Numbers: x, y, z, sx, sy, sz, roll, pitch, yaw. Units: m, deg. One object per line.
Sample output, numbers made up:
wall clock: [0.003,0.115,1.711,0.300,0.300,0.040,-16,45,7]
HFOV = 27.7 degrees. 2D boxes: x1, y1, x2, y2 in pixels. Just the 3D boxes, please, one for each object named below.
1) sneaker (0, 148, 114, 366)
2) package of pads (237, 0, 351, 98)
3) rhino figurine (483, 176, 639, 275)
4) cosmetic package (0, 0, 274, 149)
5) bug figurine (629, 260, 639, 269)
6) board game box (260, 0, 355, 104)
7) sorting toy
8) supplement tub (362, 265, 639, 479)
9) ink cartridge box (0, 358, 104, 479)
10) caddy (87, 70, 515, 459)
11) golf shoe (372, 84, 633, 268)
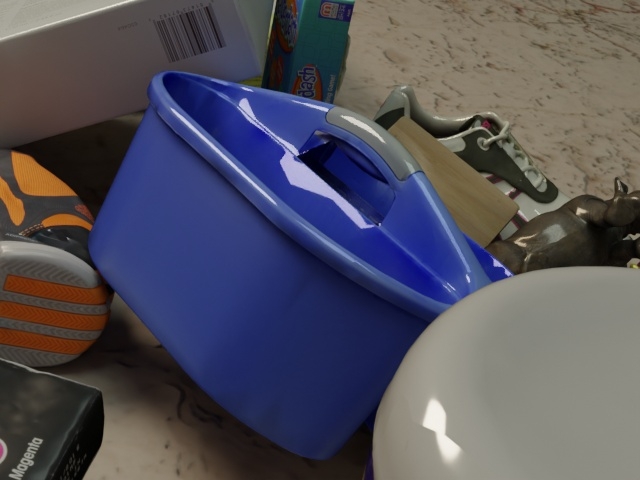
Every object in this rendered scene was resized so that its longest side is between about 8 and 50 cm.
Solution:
sneaker: [-0.310,-0.005,0.939,0.321,0.125,0.180,16,22,-16]
package of pads: [-0.139,-0.234,1.428,0.296,0.101,0.229,-2,31,-25]
rhino figurine: [0.223,-0.002,1.071,0.243,0.073,0.106,-27,8,-31]
cosmetic package: [-0.231,-0.181,1.131,0.377,0.097,0.284,-15,29,9]
bug figurine: [0.309,0.086,1.054,0.279,0.072,0.216,20,29,14]
board game box: [-0.020,-0.154,1.214,0.047,0.210,0.160,7,28,-11]
sorting toy: [0.088,-0.016,1.122,0.274,0.046,0.132,39,55,8]
supplement tub: [0.107,0.204,0.474,0.241,0.331,0.241,9,28,-5]
ink cartridge box: [-0.325,0.110,0.721,0.370,0.069,0.176,14,43,8]
caddy: [0.000,0.000,0.898,0.241,0.179,0.341,12,24,-48]
golf shoe: [0.163,-0.047,1.193,0.272,0.120,0.105,19,27,10]
